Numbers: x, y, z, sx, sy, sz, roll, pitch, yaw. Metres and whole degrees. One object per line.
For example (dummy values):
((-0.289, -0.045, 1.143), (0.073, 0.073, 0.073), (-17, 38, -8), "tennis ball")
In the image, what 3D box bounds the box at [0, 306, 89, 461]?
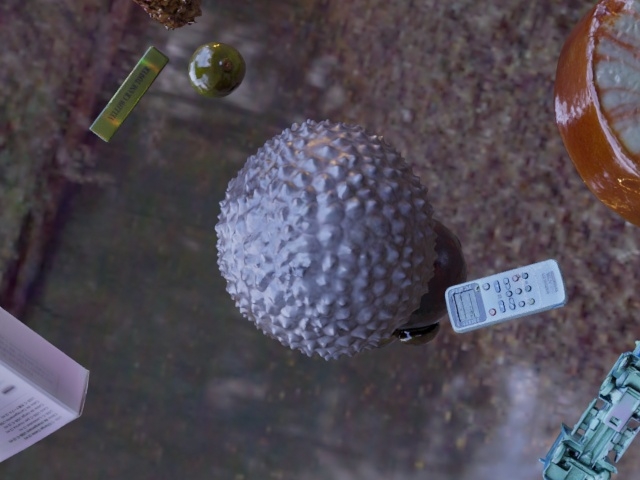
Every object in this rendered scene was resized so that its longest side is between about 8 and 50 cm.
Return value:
((-0.504, 0.204, 1.801), (0.203, 0.251, 0.106), (-32, 33, 25), "box")

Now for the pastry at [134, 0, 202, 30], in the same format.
((-0.166, -0.279, 1.326), (0.169, 0.063, 0.087), (13, -106, -77), "pastry")

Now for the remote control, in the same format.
((0.191, 0.058, 1.263), (0.018, 0.124, 0.053), (36, -139, -66), "remote control")

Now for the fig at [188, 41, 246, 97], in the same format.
((-0.141, -0.222, 1.610), (0.088, 0.074, 0.074), (-13, 66, 59), "fig")

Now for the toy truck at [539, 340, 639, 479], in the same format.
((0.293, 0.179, 1.249), (0.175, 0.067, 0.081), (-58, -1, 9), "toy truck")

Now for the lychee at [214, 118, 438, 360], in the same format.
((-0.003, -0.002, 1.506), (0.300, 0.300, 0.300), (-167, 90, -70), "lychee")

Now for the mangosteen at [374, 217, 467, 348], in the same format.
((0.127, 0.057, 1.861), (0.210, 0.209, 0.210), (-167, 90, -70), "mangosteen")

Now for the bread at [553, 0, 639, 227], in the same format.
((0.423, -0.171, 1.400), (0.328, 0.295, 0.114), (-55, 2, -23), "bread")

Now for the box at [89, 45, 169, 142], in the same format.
((-0.231, -0.182, 1.492), (0.121, 0.030, 0.193), (-53, 12, 3), "box")
